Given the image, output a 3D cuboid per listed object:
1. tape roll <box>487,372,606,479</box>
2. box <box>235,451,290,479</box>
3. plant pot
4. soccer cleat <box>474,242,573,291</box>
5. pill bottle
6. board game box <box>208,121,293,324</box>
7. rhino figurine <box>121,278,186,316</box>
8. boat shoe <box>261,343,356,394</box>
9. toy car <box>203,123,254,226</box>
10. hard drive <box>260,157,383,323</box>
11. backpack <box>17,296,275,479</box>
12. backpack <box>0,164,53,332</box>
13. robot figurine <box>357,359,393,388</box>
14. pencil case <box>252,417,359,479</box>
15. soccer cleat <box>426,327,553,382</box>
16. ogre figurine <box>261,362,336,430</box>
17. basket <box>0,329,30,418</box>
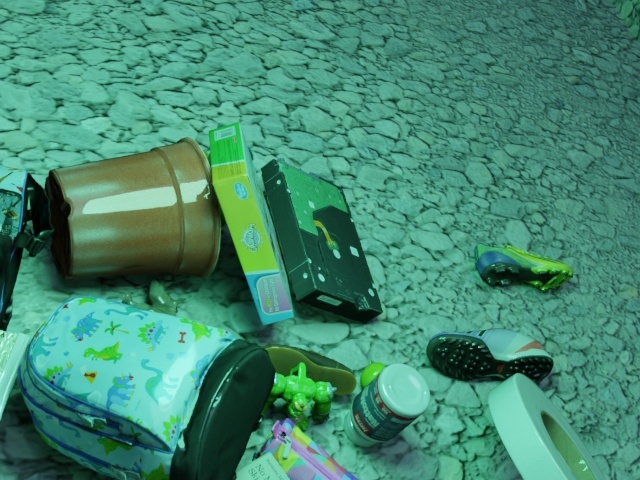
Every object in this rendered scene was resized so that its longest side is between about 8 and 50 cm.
[{"bbox_3d":[0.470,0.442,1.804,0.392,0.072,0.392,48,16,-19],"label":"tape roll"},{"bbox_3d":[-0.165,0.450,1.439,0.275,0.094,0.113,-23,67,-42],"label":"box"},{"bbox_3d":[-0.359,-0.047,1.700,0.265,0.272,0.272,-8,60,-27],"label":"plant pot"},{"bbox_3d":[0.505,0.055,2.260,0.289,0.093,0.121,6,46,-29],"label":"soccer cleat"},{"bbox_3d":[0.119,0.321,1.739,0.108,0.180,0.108,17,48,-20],"label":"pill bottle"},{"bbox_3d":[-0.133,-0.034,1.750,0.064,0.316,0.242,-16,30,1],"label":"board game box"},{"bbox_3d":[-0.325,0.150,1.679,0.106,0.073,0.243,33,43,1],"label":"rhino figurine"},{"bbox_3d":[-0.031,0.250,1.791,0.207,0.073,0.073,23,9,-19],"label":"boat shoe"},{"bbox_3d":[-0.207,-0.149,1.911,0.155,0.188,0.149,43,44,5],"label":"toy car"},{"bbox_3d":[0.000,0.000,1.954,0.237,0.064,0.339,22,42,-48],"label":"hard drive"},{"bbox_3d":[-0.296,0.236,1.449,0.356,0.273,0.290,6,47,26],"label":"backpack"},{"bbox_3d":[-0.577,-0.003,1.534,0.213,0.276,0.263,20,34,-19],"label":"backpack"},{"bbox_3d":[0.129,0.294,1.847,0.115,0.067,0.101,43,53,5],"label":"robot figurine"},{"bbox_3d":[-0.009,0.421,1.637,0.236,0.104,0.104,40,44,1],"label":"pencil case"},{"bbox_3d":[0.362,0.241,2.027,0.318,0.108,0.116,10,30,-23],"label":"soccer cleat"},{"bbox_3d":[-0.059,0.290,1.698,0.197,0.118,0.097,28,45,-8],"label":"ogre figurine"},{"bbox_3d":[-0.542,0.228,1.451,0.103,0.113,0.167,20,47,-14],"label":"basket"}]
